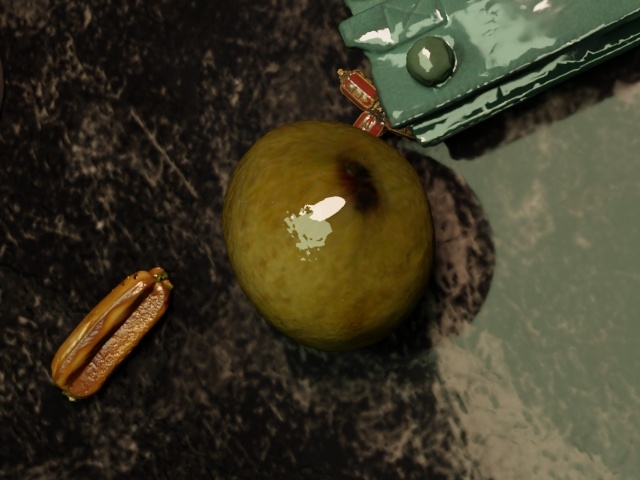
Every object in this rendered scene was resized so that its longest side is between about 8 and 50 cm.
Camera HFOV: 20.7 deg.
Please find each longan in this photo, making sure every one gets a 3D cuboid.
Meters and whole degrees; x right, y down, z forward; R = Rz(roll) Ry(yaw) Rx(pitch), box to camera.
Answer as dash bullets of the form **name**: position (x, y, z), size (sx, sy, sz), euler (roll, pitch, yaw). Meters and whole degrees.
- **longan**: position (0.000, 0.000, 1.196), size (0.176, 0.145, 0.155), euler (-41, 39, 55)

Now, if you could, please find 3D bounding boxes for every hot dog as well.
- **hot dog**: position (-0.155, 0.067, 1.298), size (0.122, 0.049, 0.037), euler (-47, 34, 7)

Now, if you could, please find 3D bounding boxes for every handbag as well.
- **handbag**: position (0.123, -0.234, 1.168), size (0.274, 0.100, 0.269), euler (-22, 78, 12)

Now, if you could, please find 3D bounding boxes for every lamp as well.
- **lamp**: position (0.055, -0.096, 1.235), size (0.083, 0.031, 0.063), euler (-9, 84, 17)

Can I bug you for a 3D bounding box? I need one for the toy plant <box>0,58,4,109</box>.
- **toy plant**: position (-0.381, -0.146, 1.213), size (0.185, 0.400, 0.279), euler (2, 85, 20)
